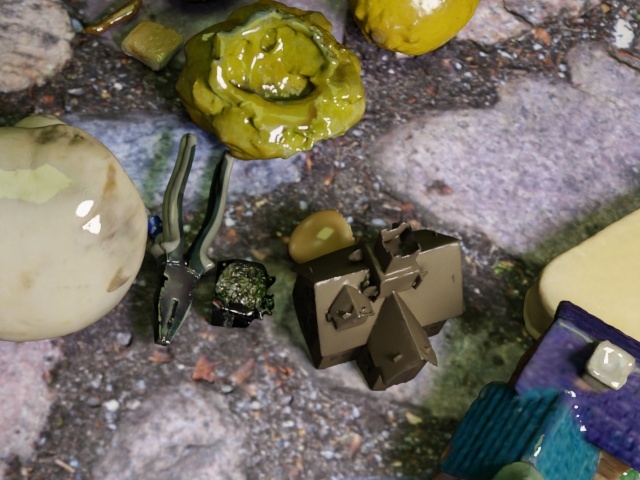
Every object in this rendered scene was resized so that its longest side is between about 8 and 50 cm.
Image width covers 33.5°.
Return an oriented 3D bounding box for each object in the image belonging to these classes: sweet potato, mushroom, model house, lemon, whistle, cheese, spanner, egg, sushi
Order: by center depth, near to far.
[{"bbox_3d":[0.308,0.247,1.317,0.245,0.280,0.312,34,65,8],"label":"model house"},{"bbox_3d":[-0.381,-0.039,1.388,0.314,0.314,0.336,4,31,-7],"label":"mushroom"},{"bbox_3d":[0.089,0.072,1.389,0.211,0.243,0.204,-16,67,-16],"label":"model house"},{"bbox_3d":[-0.105,0.073,1.468,0.085,0.056,0.083,5,57,-5],"label":"sushi"},{"bbox_3d":[-0.187,-0.004,1.485,0.096,0.040,0.325,22,59,-23],"label":"spanner"},{"bbox_3d":[-0.232,-0.018,1.505,0.033,0.029,0.083,-33,83,-28],"label":"whistle"},{"bbox_3d":[0.000,0.000,1.505,0.096,0.080,0.080,-25,70,-4],"label":"egg"},{"bbox_3d":[0.467,0.085,1.519,0.384,0.104,0.384,3,64,-7],"label":"cheese"},{"bbox_3d":[0.149,-0.396,1.654,0.204,0.204,0.260,32,63,8],"label":"lemon"},{"bbox_3d":[-0.319,-0.345,1.657,0.115,0.026,0.026,-37,74,-18],"label":"sweet potato"}]

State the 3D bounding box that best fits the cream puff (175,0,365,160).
[{"bbox_3d":[-0.066,-0.245,1.547,0.282,0.185,0.282,7,52,-9],"label":"cream puff"}]

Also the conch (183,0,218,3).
[{"bbox_3d":[-0.195,-0.448,1.676,0.181,0.124,0.187,19,39,11],"label":"conch"}]

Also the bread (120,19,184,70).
[{"bbox_3d":[-0.260,-0.301,1.638,0.083,0.035,0.070,27,63,12],"label":"bread"}]
